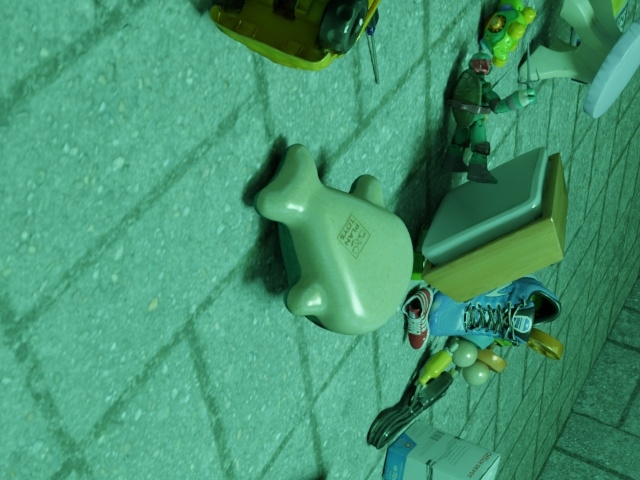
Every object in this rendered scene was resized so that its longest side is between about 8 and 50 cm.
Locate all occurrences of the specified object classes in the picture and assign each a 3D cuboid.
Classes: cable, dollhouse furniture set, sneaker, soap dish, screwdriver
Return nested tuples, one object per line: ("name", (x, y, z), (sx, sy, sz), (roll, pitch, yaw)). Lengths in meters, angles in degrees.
("cable", (0.171, 0.313, 1.911), (0.287, 0.072, 0.139), (-34, 156, -34))
("dollhouse furniture set", (0.149, 0.019, 1.651), (0.152, 0.058, 0.076), (-57, 152, -70))
("sneaker", (0.171, 0.145, 1.765), (0.067, 0.042, 0.118), (-19, 118, -64))
("sneaker", (0.332, 0.128, 1.879), (0.330, 0.147, 0.130), (-9, 117, -32))
("soap dish", (0.296, -0.026, 1.611), (0.118, 0.229, 0.291), (57, 26, -13))
("screwdriver", (0.066, -0.262, 1.287), (0.024, 0.025, 0.170), (-58, 162, -25))

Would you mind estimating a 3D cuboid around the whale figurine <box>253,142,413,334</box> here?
("whale figurine", (0.000, 0.000, 1.246), (0.272, 0.141, 0.216), (47, 62, -35))

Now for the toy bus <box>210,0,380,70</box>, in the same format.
("toy bus", (-0.001, -0.263, 1.024), (0.220, 0.149, 0.211), (-63, 170, -9))

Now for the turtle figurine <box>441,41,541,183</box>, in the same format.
("turtle figurine", (0.265, -0.219, 1.608), (0.175, 0.118, 0.234), (-123, -138, -69))

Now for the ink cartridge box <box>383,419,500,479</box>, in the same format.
("ink cartridge box", (0.242, 0.451, 1.959), (0.139, 0.190, 0.082), (-27, 131, -55))

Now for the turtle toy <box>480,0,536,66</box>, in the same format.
("turtle toy", (0.311, -0.359, 1.645), (0.130, 0.066, 0.095), (-55, 174, -35))

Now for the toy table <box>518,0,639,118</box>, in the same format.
("toy table", (0.521, -0.366, 1.895), (0.252, 0.161, 0.274), (-44, 163, -23))

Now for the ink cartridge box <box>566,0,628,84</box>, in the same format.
("ink cartridge box", (0.644, -0.550, 2.180), (0.307, 0.072, 0.304), (-48, 147, -35))

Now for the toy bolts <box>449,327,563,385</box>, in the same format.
("toy bolts", (0.374, 0.234, 2.085), (0.228, 0.218, 0.158), (42, 76, -44))
